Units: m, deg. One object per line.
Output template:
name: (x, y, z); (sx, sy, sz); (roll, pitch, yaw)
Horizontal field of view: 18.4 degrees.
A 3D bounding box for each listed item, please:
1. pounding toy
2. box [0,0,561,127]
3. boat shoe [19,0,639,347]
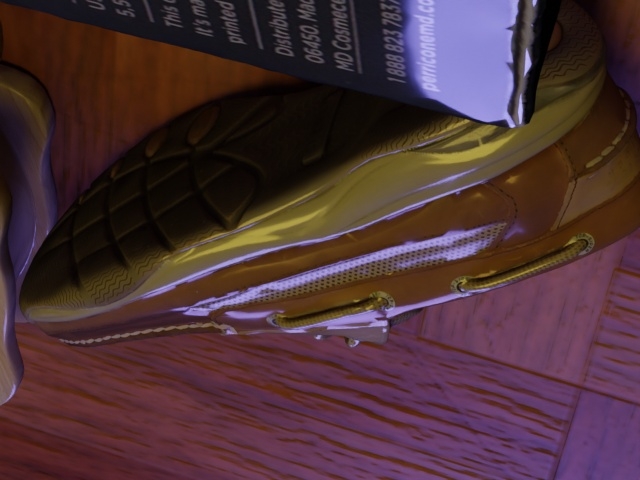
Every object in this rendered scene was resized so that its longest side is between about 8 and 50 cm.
pounding toy: (-0.220, -0.008, 0.933); (0.154, 0.155, 0.269); (11, 134, 7)
box: (-0.094, -0.241, 0.525); (0.395, 0.293, 0.212); (14, 162, 10)
boat shoe: (0.000, 0.000, 0.876); (0.324, 0.123, 0.116); (-17, 124, 36)
